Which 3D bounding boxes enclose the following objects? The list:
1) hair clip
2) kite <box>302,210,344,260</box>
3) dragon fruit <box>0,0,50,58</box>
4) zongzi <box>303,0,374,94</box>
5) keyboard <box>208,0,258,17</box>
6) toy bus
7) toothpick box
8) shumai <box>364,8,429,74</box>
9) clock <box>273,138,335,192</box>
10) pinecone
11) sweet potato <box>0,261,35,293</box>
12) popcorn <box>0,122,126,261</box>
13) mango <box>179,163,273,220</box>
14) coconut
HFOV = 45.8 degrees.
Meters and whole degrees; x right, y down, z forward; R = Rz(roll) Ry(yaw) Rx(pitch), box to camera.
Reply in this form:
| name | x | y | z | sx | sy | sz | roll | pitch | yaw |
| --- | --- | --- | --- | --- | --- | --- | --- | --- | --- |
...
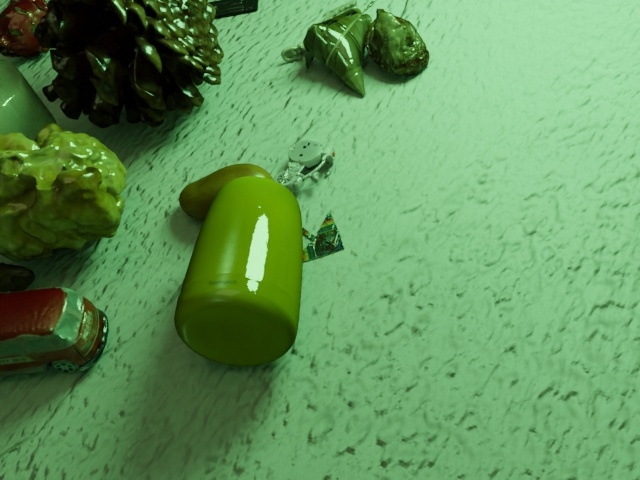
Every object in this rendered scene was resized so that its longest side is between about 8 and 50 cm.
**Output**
| name | x | y | z | sx | sy | sz | roll | pitch | yaw |
| --- | --- | --- | --- | --- | --- | --- | --- | --- | --- |
| hair clip | 0.001 | -0.438 | 1.582 | 0.072 | 0.034 | 0.226 | 20 | 58 | 28 |
| kite | 0.000 | 0.000 | 1.242 | 0.090 | 0.004 | 0.122 | 25 | 61 | 29 |
| dragon fruit | -0.678 | -0.483 | 1.743 | 0.136 | 0.133 | 0.166 | -24 | 27 | 56 |
| zongzi | 0.083 | -0.379 | 1.510 | 0.189 | 0.081 | 0.178 | -34 | 76 | -35 |
| keyboard | -0.241 | -0.529 | 1.733 | 0.204 | 0.013 | 0.061 | -8 | 50 | 8 |
| toy bus | -0.472 | 0.144 | 1.172 | 0.265 | 0.120 | 0.121 | -8 | 51 | 10 |
| toothpick box | -0.110 | 0.035 | 1.136 | 0.174 | 0.175 | 0.271 | -4 | 47 | 11 |
| shumai | 0.155 | -0.384 | 1.455 | 0.123 | 0.105 | 0.139 | -14 | 84 | -20 |
| clock | -0.029 | -0.128 | 1.332 | 0.087 | 0.041 | 0.129 | 13 | 51 | 28 |
| pinecone | -0.387 | -0.370 | 1.444 | 0.384 | 0.384 | 0.385 | -7 | 50 | 9 |
| sweet potato | -0.670 | 0.101 | 1.262 | 0.422 | 0.131 | 0.131 | -12 | 49 | -2 |
| popcorn | -0.450 | -0.078 | 1.284 | 0.332 | 0.225 | 0.265 | 6 | 22 | 39 |
| mango | -0.166 | -0.080 | 1.301 | 0.184 | 0.085 | 0.102 | -6 | 49 | 17 |
| coconut | -0.644 | -0.231 | 1.430 | 0.237 | 0.266 | 0.237 | -9 | 56 | 14 |
